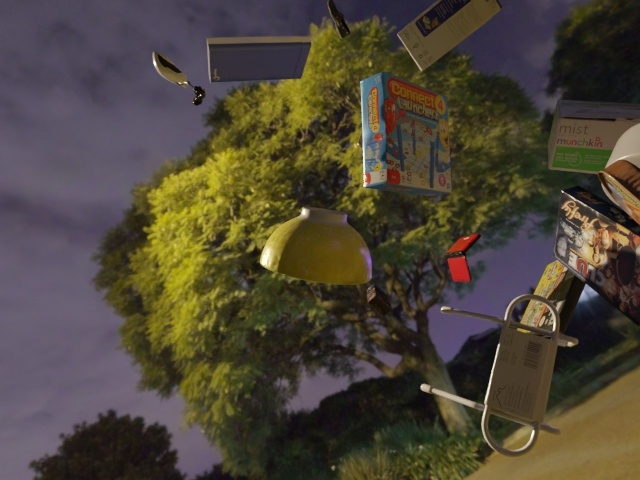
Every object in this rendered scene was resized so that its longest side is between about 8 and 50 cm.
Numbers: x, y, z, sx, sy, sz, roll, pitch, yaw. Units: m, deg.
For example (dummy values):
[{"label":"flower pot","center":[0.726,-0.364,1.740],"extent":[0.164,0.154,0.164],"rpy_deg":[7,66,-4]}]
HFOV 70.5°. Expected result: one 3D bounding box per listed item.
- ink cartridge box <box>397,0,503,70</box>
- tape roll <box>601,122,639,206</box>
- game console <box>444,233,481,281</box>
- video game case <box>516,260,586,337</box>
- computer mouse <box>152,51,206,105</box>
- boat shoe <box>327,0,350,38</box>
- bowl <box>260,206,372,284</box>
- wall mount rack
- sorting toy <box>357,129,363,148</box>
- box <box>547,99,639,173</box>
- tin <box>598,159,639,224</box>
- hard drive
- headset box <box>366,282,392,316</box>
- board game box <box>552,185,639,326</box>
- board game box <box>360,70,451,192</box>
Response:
[{"label":"ink cartridge box","center":[0.457,-0.779,1.618],"extent":[0.332,0.165,0.065],"rpy_deg":[-33,10,20]},{"label":"tape roll","center":[0.585,-0.102,0.728],"extent":[0.072,0.219,0.219],"rpy_deg":[-59,-22,-12]},{"label":"game console","center":[0.449,0.054,1.397],"extent":[0.124,0.085,0.144],"rpy_deg":[-44,0,-7]},{"label":"video game case","center":[0.673,0.158,1.301],"extent":[0.275,0.035,0.248],"rpy_deg":[-57,-9,-16]},{"label":"computer mouse","center":[-0.440,-0.493,1.386],"extent":[0.042,0.193,0.106],"rpy_deg":[-56,19,-13]},{"label":"boat shoe","center":[0.066,-0.791,1.612],"extent":[0.042,0.133,0.049],"rpy_deg":[-15,23,30]},{"label":"bowl","center":[0.000,0.000,1.150],"extent":[0.289,0.289,0.156],"rpy_deg":[0,-78,-47]},{"label":"wall mount rack","center":[0.404,0.289,1.045],"extent":[0.130,0.304,0.350],"rpy_deg":[46,-120,-67]},{"label":"sorting toy","center":[0.290,-0.417,1.891],"extent":[0.307,0.229,0.041],"rpy_deg":[28,-15,-35]},{"label":"box","center":[0.673,-0.239,1.034],"extent":[0.231,0.262,0.127],"rpy_deg":[-48,-38,-54]},{"label":"tin","center":[0.458,-0.038,0.616],"extent":[0.040,0.190,0.106],"rpy_deg":[-42,-43,22]},{"label":"hard drive","center":[-0.206,-0.593,1.490],"extent":[0.318,0.040,0.210],"rpy_deg":[-7,-9,-13]},{"label":"headset box","center":[0.157,0.160,1.212],"extent":[0.032,0.062,0.083],"rpy_deg":[-45,13,18]},{"label":"board game box","center":[0.540,0.021,0.853],"extent":[0.042,0.243,0.165],"rpy_deg":[-14,-59,-6]},{"label":"board game box","center":[0.255,-0.293,1.314],"extent":[0.308,0.302,0.086],"rpy_deg":[0,-3,-42]}]
